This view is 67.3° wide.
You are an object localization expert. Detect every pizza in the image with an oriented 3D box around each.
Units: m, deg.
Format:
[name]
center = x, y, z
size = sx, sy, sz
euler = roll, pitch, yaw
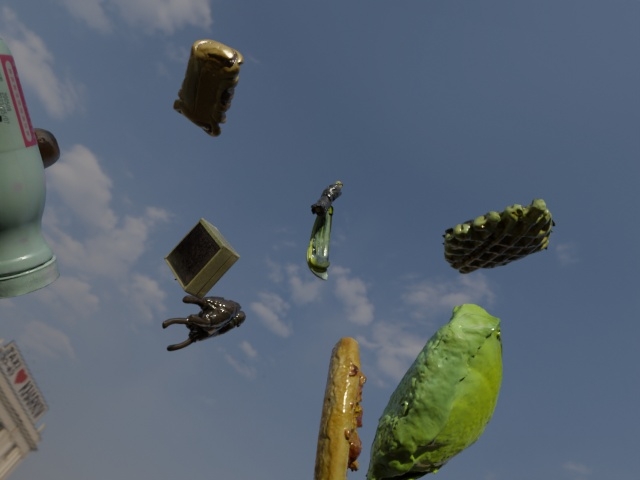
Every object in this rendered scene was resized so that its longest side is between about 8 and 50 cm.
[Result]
[pizza]
center = 0.042, 0.362, 0.944
size = 0.086, 0.336, 0.226
euler = 5, -36, 6

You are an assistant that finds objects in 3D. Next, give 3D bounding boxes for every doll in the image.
[doll]
center = -0.198, 0.144, 0.873
size = 0.139, 0.165, 0.057
euler = -44, -117, 36

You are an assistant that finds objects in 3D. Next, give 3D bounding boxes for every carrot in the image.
[carrot]
center = -0.588, -0.153, 0.884
size = 0.087, 0.193, 0.087
euler = 30, -47, 38

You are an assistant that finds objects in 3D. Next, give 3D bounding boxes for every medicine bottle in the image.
[medicine bottle]
center = -0.293, -0.060, 0.421
size = 0.090, 0.090, 0.217
euler = 3, -69, 24

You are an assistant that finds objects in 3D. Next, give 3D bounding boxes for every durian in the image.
[durian]
center = 0.134, 0.192, 0.570
size = 0.139, 0.101, 0.250
euler = 25, -81, -40

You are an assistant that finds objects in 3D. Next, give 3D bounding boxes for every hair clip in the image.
[hair clip]
center = 0.000, 0.000, 1.160
size = 0.060, 0.189, 0.033
euler = 17, -19, -25

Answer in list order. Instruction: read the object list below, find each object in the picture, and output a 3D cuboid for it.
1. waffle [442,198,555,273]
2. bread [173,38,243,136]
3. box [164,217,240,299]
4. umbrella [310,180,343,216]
[waffle]
center = 0.330, 0.000, 0.900
size = 0.207, 0.054, 0.214
euler = -16, -29, 23
[bread]
center = -0.278, -0.379, 1.197
size = 0.134, 0.081, 0.225
euler = 24, -61, -9
[box]
center = -0.161, 0.025, 0.643
size = 0.079, 0.083, 0.035
euler = 42, -1, 41
[umbrella]
center = 0.018, -0.098, 1.100
size = 0.040, 0.144, 0.037
euler = -25, -73, 33
